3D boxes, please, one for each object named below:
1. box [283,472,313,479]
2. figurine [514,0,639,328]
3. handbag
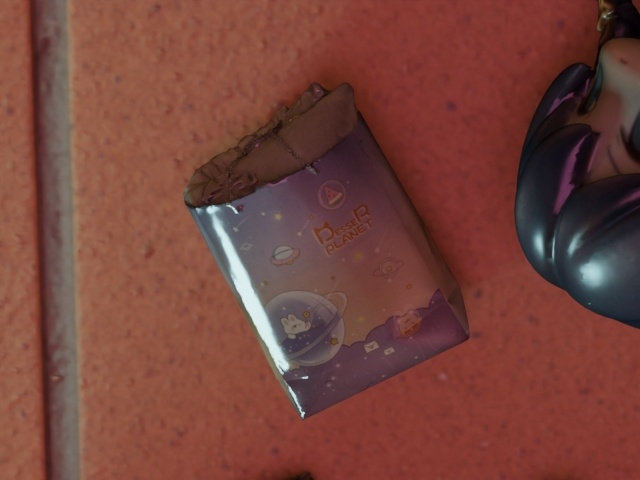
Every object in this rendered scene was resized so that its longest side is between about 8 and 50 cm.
[{"bbox_3d":[-0.019,0.196,1.034,0.062,0.045,0.098,-17,102,9],"label":"box"},{"bbox_3d":[0.212,-0.075,0.880,0.197,0.175,0.265,38,112,-11],"label":"figurine"},{"bbox_3d":[0.000,0.000,0.959,0.117,0.095,0.173,-26,110,5],"label":"handbag"}]
